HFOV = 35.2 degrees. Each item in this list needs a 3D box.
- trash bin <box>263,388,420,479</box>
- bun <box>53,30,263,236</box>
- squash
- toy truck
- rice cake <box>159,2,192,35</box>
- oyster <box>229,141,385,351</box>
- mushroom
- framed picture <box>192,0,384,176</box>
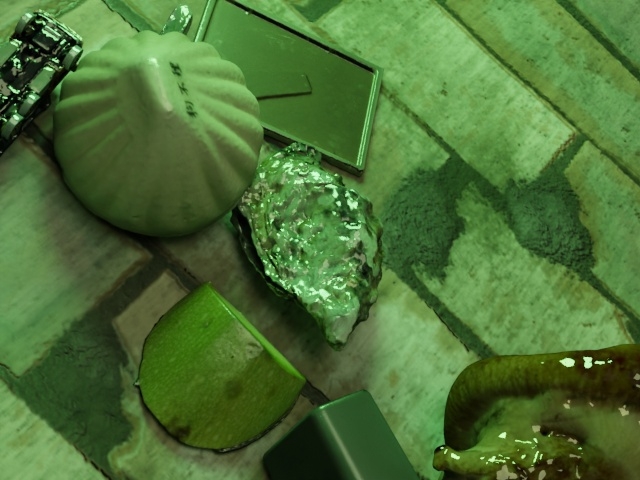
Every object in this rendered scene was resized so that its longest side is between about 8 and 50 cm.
[{"bbox_3d":[0.045,0.302,1.104,0.101,0.176,0.236,-16,68,-34],"label":"trash bin"},{"bbox_3d":[-0.189,-0.147,1.194,0.263,0.175,0.263,3,75,-10],"label":"bun"},{"bbox_3d":[-0.110,0.145,1.165,0.192,0.085,0.184,43,50,1],"label":"squash"},{"bbox_3d":[-0.369,-0.182,1.210,0.083,0.092,0.192,35,60,-6],"label":"toy truck"},{"bbox_3d":[-0.216,-0.243,1.358,0.036,0.047,0.206,32,53,-19],"label":"rice cake"},{"bbox_3d":[0.000,0.000,1.289,0.198,0.112,0.267,-28,72,-36],"label":"oyster"},{"bbox_3d":[0.303,0.279,1.192,0.345,0.345,0.260,51,26,5],"label":"mushroom"},{"bbox_3d":[-0.050,-0.232,1.462,0.289,0.016,0.213,23,54,-16],"label":"framed picture"}]
